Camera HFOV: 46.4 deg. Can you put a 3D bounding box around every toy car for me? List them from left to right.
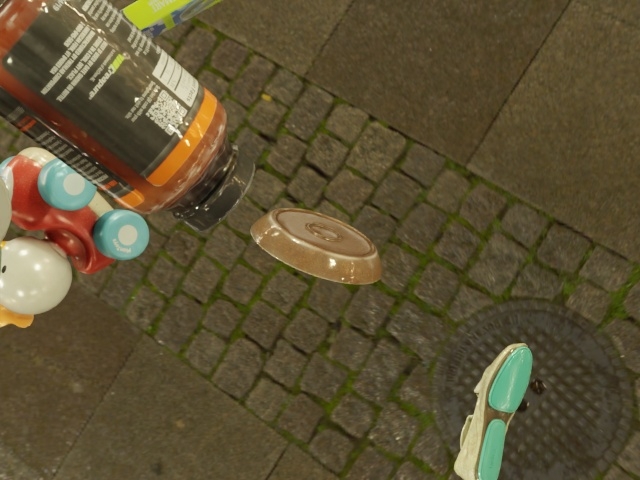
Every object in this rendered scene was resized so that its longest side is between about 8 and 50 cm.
[{"bbox_3d":[-0.413,0.012,1.070,0.219,0.210,0.238,8,55,49],"label":"toy car"}]

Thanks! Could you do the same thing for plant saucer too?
[{"bbox_3d":[0.000,0.000,0.896,0.168,0.168,0.029,26,110,19],"label":"plant saucer"}]

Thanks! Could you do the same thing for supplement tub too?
[{"bbox_3d":[-0.139,-0.089,0.515,0.106,0.198,0.106,-35,31,25],"label":"supplement tub"}]

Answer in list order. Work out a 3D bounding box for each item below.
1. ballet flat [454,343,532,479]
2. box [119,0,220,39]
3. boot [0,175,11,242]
[{"bbox_3d":[0.188,0.191,0.840,0.052,0.057,0.168,5,72,59],"label":"ballet flat"},{"bbox_3d":[-0.211,-0.342,1.078,0.178,0.109,0.042,-30,99,-2],"label":"box"},{"bbox_3d":[-0.293,0.013,0.368,0.123,0.258,0.095,15,118,22],"label":"boot"}]
